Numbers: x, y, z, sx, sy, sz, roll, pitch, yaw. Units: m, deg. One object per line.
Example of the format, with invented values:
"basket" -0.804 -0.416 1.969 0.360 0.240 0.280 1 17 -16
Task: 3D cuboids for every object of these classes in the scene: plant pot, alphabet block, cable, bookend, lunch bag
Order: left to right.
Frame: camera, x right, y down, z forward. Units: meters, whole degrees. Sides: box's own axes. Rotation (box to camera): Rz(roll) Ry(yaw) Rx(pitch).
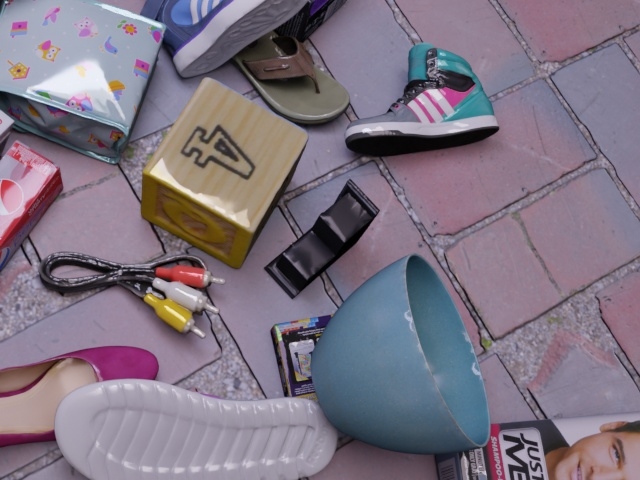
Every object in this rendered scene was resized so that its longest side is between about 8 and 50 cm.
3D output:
"lunch bag" -0.411 -0.278 1.488 0.262 0.160 0.223 18 68 -11
"cable" -0.289 0.052 1.441 0.287 0.072 0.139 20 62 -4
"alphabet block" -0.156 -0.103 1.464 0.193 0.192 0.197 28 68 1
"bookend" 0.000 0.000 1.478 0.157 0.156 0.072 -41 83 -21
"plant pot" 0.101 0.188 1.342 0.195 0.290 0.290 -23 73 18

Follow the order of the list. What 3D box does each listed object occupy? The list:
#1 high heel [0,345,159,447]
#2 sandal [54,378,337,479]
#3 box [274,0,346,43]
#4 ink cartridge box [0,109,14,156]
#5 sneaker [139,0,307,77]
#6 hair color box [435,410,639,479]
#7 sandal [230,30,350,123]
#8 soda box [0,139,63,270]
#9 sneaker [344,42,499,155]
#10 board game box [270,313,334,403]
"high heel" -0.406 0.224 1.291 0.377 0.181 0.127 -21 76 -19
"sandal" -0.183 0.294 1.364 0.416 0.102 0.169 9 89 -16
"box" -0.083 -0.511 1.651 0.270 0.143 0.165 41 65 5
"ink cartridge box" -0.584 -0.170 1.401 0.176 0.127 0.128 39 56 -7
"sneaker" -0.173 -0.444 1.529 0.130 0.323 0.236 -13 78 -52
"hair color box" 0.380 0.377 1.449 0.374 0.113 0.185 -2 71 -14
"sandal" -0.079 -0.316 1.612 0.303 0.086 0.120 41 67 5
"soda box" -0.504 -0.018 1.406 0.083 0.092 0.263 31 67 0
"sneaker" 0.166 -0.256 1.623 0.295 0.124 0.178 -8 77 -23
"board game box" 0.017 0.191 1.471 0.170 0.048 0.141 -8 74 -16
